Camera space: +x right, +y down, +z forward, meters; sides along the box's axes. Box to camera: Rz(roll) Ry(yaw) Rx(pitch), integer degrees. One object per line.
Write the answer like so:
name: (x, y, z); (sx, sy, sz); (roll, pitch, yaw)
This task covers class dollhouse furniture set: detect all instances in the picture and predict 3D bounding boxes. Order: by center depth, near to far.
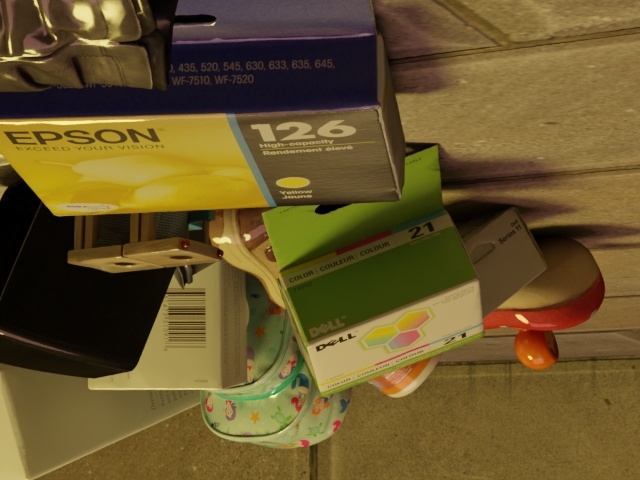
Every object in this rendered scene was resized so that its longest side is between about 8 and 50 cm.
dollhouse furniture set: (-0.120, -0.034, 1.499); (0.129, 0.129, 0.183); (-6, 168, 32)

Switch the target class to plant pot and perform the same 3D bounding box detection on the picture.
plant pot: (-0.260, 0.049, 1.682); (0.167, 0.188, 0.187); (29, 159, -21)

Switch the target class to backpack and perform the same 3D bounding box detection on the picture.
backpack: (-0.067, 0.152, 2.217); (0.225, 0.254, 0.191); (-5, 169, 36)

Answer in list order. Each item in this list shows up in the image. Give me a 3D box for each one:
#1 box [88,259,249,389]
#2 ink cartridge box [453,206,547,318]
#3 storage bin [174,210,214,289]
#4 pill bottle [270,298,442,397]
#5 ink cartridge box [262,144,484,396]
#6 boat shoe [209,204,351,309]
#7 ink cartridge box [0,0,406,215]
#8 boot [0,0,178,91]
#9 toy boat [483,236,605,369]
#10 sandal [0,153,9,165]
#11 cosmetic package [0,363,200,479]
box: (-0.192, 0.095, 2.066); (0.181, 0.181, 0.119); (-1, 180, 14)
ink cartridge box: (0.137, 0.046, 1.887); (0.153, 0.087, 0.208); (-35, -171, -28)
storage bin: (-0.130, -0.015, 1.770); (0.091, 0.098, 0.135); (-26, 173, -9)
pill bottle: (0.045, 0.097, 2.089); (0.216, 0.121, 0.121); (36, 157, -18)
ink cartridge box: (0.055, 0.036, 1.623); (0.188, 0.097, 0.255); (-21, 152, -3)
boat shoe: (0.000, 0.000, 1.740); (0.123, 0.123, 0.342); (-2, 163, 21)
ink cartridge box: (-0.096, -0.095, 1.239); (0.303, 0.072, 0.307); (-1, 165, 8)
boot: (-0.198, -0.110, 1.035); (0.222, 0.118, 0.338); (1, 165, -5)
toy boat: (0.254, 0.090, 2.032); (0.151, 0.151, 0.231); (-35, -165, -35)
sandal: (-0.308, -0.087, 1.328); (0.120, 0.086, 0.303); (-2, 170, 15)
cosmetic package: (-0.326, 0.189, 2.289); (0.230, 0.162, 0.453); (-8, -172, 42)
